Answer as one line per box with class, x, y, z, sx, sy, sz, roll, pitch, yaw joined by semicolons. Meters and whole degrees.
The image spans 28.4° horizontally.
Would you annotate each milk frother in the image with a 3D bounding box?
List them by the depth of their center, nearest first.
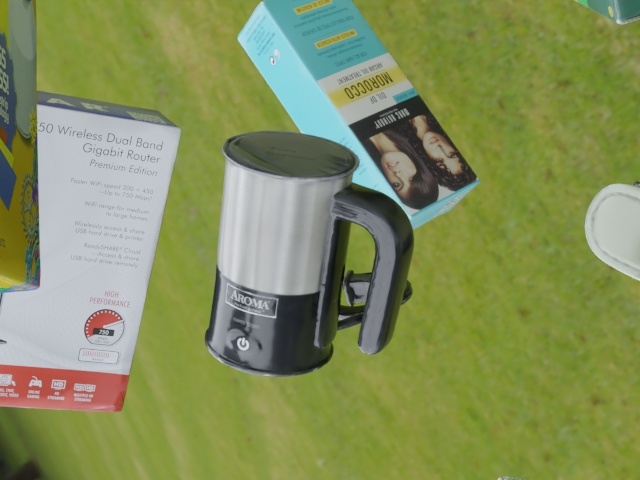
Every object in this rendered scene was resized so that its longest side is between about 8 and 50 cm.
milk frother;0.000;0.000;0.813;0.143;0.129;0.135;-71;-10;-66

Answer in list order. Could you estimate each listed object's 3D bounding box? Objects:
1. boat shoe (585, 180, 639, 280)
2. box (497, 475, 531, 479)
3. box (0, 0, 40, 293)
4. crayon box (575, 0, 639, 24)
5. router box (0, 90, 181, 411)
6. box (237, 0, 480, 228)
boat shoe;0.288;0.028;0.876;0.228;0.068;0.081;42;117;39
box;0.239;0.252;0.633;0.232;0.322;0.058;-82;6;-47
box;-0.193;-0.131;0.323;0.290;0.177;0.279;80;-174;-83
crayon box;0.179;-0.356;0.957;0.363;0.106;0.313;-109;0;-70
router box;-0.329;0.002;1.198;0.082;0.335;0.301;39;119;61
box;0.034;-0.122;1.175;0.244;0.100;0.060;55;142;9
